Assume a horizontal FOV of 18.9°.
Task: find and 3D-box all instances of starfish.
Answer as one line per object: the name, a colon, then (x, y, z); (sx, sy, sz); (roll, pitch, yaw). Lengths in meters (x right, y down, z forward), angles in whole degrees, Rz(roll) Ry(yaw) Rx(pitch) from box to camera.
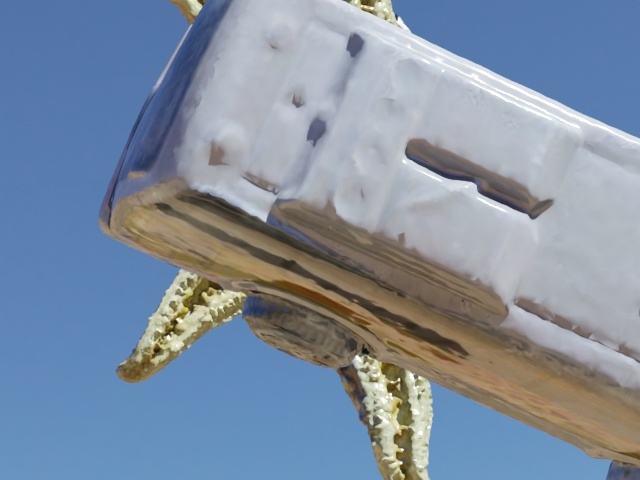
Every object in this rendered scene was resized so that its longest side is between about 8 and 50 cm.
starfish: (0.000, 0.000, 0.697); (0.176, 0.208, 0.053); (-27, -7, -21)

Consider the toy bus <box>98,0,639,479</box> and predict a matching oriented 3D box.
toy bus: (0.051, 0.011, 0.392); (0.190, 0.064, 0.075); (25, -11, -4)
